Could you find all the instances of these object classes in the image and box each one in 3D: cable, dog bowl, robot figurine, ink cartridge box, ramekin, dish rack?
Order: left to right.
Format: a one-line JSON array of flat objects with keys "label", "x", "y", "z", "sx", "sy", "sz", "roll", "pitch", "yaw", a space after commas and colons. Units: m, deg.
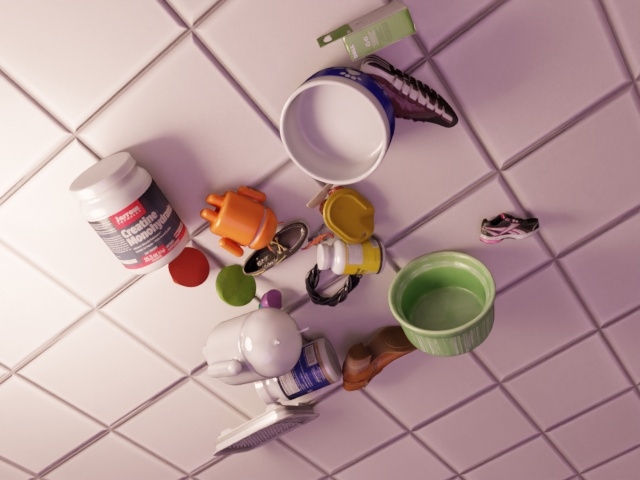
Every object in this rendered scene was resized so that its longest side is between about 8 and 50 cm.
[{"label": "robot figurine", "x": -0.212, "y": -0.051, "z": 1.437, "sx": 0.219, "sy": 0.158, "sz": 0.128, "roll": 23, "pitch": 134, "yaw": -20}, {"label": "robot figurine", "x": -0.195, "y": 0.311, "z": 1.566, "sx": 0.353, "sy": 0.300, "sz": 0.200, "roll": -23, "pitch": 99, "yaw": 40}, {"label": "dish rack", "x": -0.194, "y": 0.653, "z": 1.874, "sx": 0.332, "sy": 0.072, "sz": 0.285, "roll": -32, "pitch": 154, "yaw": 14}, {"label": "cable", "x": 0.028, "y": 0.128, "z": 1.628, "sx": 0.150, "sy": 0.047, "sz": 0.184, "roll": 36, "pitch": 113, "yaw": -25}, {"label": "dog bowl", "x": 0.043, "y": -0.273, "z": 1.280, "sx": 0.264, "sy": 0.104, "sz": 0.265, "roll": 12, "pitch": 129, "yaw": 15}, {"label": "ink cartridge box", "x": 0.101, "y": -0.467, "z": 1.214, "sx": 0.209, "sy": 0.109, "sz": 0.062, "roll": -23, "pitch": 122, "yaw": 8}, {"label": "ramekin", "x": 0.363, "y": 0.191, "z": 1.565, "sx": 0.303, "sy": 0.303, "sz": 0.148, "roll": -19, "pitch": 131, "yaw": 6}]

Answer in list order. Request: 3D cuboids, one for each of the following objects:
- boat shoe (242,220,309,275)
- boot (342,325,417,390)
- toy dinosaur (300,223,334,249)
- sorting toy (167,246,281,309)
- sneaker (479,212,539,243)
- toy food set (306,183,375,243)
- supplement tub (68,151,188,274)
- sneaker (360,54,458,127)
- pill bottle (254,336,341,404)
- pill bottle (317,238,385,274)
[{"label": "boat shoe", "x": -0.127, "y": 0.028, "z": 1.518, "sx": 0.227, "sy": 0.068, "sz": 0.081, "roll": -39, "pitch": 87, "yaw": 17}, {"label": "boot", "x": 0.203, "y": 0.410, "z": 1.800, "sx": 0.283, "sy": 0.109, "sz": 0.220, "roll": -19, "pitch": 141, "yaw": -22}, {"label": "toy dinosaur", "x": 0.000, "y": 0.000, "z": 1.528, "sx": 0.047, "sy": 0.090, "sz": 0.082, "roll": 44, "pitch": 154, "yaw": -18}, {"label": "sorting toy", "x": -0.294, "y": 0.143, "z": 1.590, "sx": 0.365, "sy": 0.127, "sz": 0.126, "roll": 24, "pitch": 146, "yaw": -23}, {"label": "sneaker", "x": 0.556, "y": -0.045, "z": 1.566, "sx": 0.178, "sy": 0.072, "sz": 0.077, "roll": -14, "pitch": 113, "yaw": -4}, {"label": "toy food set", "x": 0.059, "y": -0.085, "z": 1.489, "sx": 0.218, "sy": 0.071, "sz": 0.128, "roll": 40, "pitch": 87, "yaw": -29}, {"label": "supplement tub", "x": -0.481, "y": -0.066, "z": 1.359, "sx": 0.191, "sy": 0.191, "sz": 0.272, "roll": -23, "pitch": 123, "yaw": 8}, {"label": "sneaker", "x": 0.192, "y": -0.325, "z": 1.334, "sx": 0.281, "sy": 0.106, "sz": 0.162, "roll": 29, "pitch": 123, "yaw": -13}, {"label": "pill bottle", "x": -0.077, "y": 0.434, "z": 1.752, "sx": 0.264, "sy": 0.153, "sz": 0.153, "roll": -24, "pitch": 122, "yaw": 10}, {"label": "pill bottle", "x": 0.087, "y": 0.047, "z": 1.540, "sx": 0.184, "sy": 0.103, "sz": 0.103, "roll": 0, "pitch": 123, "yaw": -13}]
